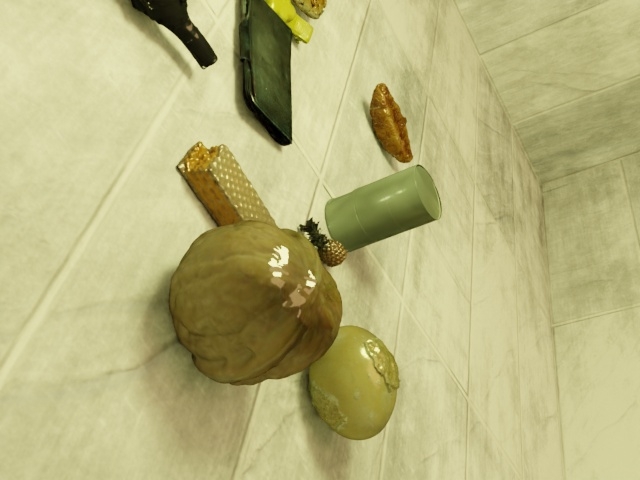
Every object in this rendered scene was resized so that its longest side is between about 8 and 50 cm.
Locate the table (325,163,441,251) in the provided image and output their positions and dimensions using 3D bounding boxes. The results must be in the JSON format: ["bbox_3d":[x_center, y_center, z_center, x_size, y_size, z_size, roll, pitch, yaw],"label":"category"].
[{"bbox_3d":[0.132,-0.066,1.655,0.126,0.219,0.126,40,40,-44],"label":"table"}]

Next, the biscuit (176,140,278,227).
[{"bbox_3d":[-0.108,-0.004,1.334,0.379,0.054,0.094,58,28,-24],"label":"biscuit"}]

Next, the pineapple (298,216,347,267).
[{"bbox_3d":[0.000,0.000,1.553,0.124,0.058,0.058,48,34,-28],"label":"pineapple"}]

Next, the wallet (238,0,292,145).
[{"bbox_3d":[-0.110,-0.358,1.577,0.172,0.045,0.318,41,39,-51],"label":"wallet"}]

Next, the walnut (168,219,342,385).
[{"bbox_3d":[-0.091,0.087,1.117,0.248,0.248,0.249,42,38,-45],"label":"walnut"}]

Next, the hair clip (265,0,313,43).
[{"bbox_3d":[-0.078,-0.500,1.726,0.173,0.046,0.072,38,64,-51],"label":"hair clip"}]

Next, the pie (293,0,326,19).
[{"bbox_3d":[-0.067,-0.640,1.805,0.274,0.055,0.274,50,24,-33],"label":"pie"}]

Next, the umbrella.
[{"bbox_3d":[-0.270,-0.414,1.241,0.340,0.118,0.118,52,32,-37],"label":"umbrella"}]

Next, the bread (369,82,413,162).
[{"bbox_3d":[0.181,-0.311,2.076,0.105,0.075,0.233,-51,126,-47],"label":"bread"}]

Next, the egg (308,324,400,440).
[{"bbox_3d":[0.060,0.251,1.372,0.164,0.164,0.202,11,68,-61],"label":"egg"}]
